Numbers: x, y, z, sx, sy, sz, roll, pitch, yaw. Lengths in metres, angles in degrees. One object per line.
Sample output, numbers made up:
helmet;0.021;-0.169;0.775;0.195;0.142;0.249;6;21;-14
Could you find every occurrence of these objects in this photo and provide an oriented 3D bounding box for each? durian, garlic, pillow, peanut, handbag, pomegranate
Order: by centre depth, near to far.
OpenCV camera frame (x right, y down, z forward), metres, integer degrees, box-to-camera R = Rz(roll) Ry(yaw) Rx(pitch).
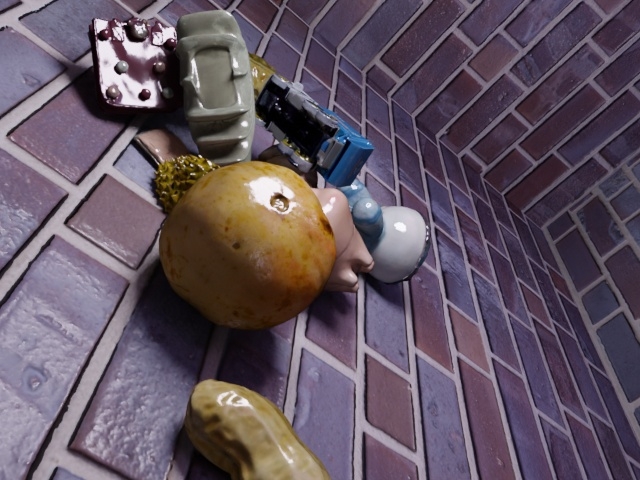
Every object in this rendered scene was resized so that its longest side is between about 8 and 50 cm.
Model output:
peanut;-0.092;0.341;0.991;0.305;0.147;0.147;51;27;12
pomegranate;-0.137;0.010;1.218;0.342;0.342;0.342;34;28;-22
durian;-0.266;-0.103;1.386;0.132;0.165;0.183;-102;176;-83
handbag;-0.418;-0.402;1.460;0.203;0.074;0.216;-6;93;-35
pillow;-0.327;-0.173;1.484;0.232;0.043;0.126;48;31;-1
garlic;-0.091;-0.190;1.714;0.191;0.160;0.214;29;31;-30

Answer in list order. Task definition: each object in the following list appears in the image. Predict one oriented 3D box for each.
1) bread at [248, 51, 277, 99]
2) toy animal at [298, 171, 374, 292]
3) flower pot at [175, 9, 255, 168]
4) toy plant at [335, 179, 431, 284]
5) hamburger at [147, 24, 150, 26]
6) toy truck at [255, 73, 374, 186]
bread;-0.276;-0.547;1.992;0.267;0.130;0.152;19;41;-41
toy animal;0.000;0.000;1.487;0.269;0.237;0.326;30;-15;13
flower pot;-0.238;-0.338;1.510;0.254;0.164;0.368;160;-78;-87
toy plant;0.108;-0.032;1.723;0.332;0.247;0.247;22;34;-32
hamburger;-0.422;-0.452;1.627;0.243;0.138;0.262;43;27;-4
toy truck;-0.025;-0.270;1.575;0.175;0.146;0.367;15;26;-47
